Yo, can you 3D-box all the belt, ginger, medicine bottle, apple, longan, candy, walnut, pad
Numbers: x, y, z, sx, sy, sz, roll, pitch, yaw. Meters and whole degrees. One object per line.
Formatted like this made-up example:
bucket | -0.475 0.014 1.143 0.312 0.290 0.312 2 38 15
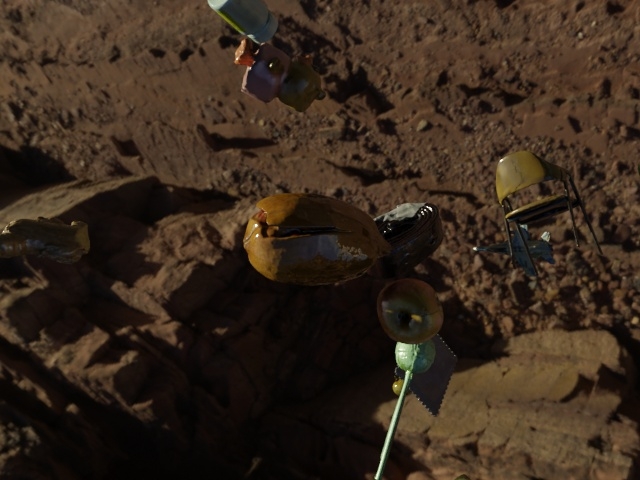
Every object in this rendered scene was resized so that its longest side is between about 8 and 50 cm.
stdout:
belt | 0.255 0.003 1.782 0.184 0.289 0.164 43 157 48
ginger | -0.627 -0.004 1.255 0.137 0.213 0.074 -123 40 -48
medicine bottle | -0.090 -0.272 0.667 0.047 0.047 0.083 14 173 34
apple | 0.190 0.149 1.206 0.146 0.146 0.146 26 144 21
longan | 0.291 0.517 2.021 0.083 0.075 0.075 45 146 -8
candy | 0.233 0.470 1.633 0.119 0.440 0.119 18 157 8
walnut | 0.000 0.000 1.234 0.336 0.209 0.209 7 151 -17
pad | 0.381 0.442 1.999 0.012 0.269 0.269 -15 125 46

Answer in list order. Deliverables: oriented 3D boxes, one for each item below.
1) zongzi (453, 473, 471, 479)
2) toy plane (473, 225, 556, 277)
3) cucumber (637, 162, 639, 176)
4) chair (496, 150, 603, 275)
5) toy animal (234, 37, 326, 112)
zongzi | 0.385 0.738 1.621 0.062 0.130 0.154 53 -179 17
toy plane | 0.607 0.021 1.778 0.262 0.088 0.192 4 110 54
cucumber | 0.896 -0.145 1.528 0.037 0.155 0.037 -3 152 -2
chair | 0.500 -0.066 1.282 0.159 0.247 0.172 -25 153 38
toy animal | -0.113 -0.477 1.653 0.281 0.169 0.195 10 -174 -18
